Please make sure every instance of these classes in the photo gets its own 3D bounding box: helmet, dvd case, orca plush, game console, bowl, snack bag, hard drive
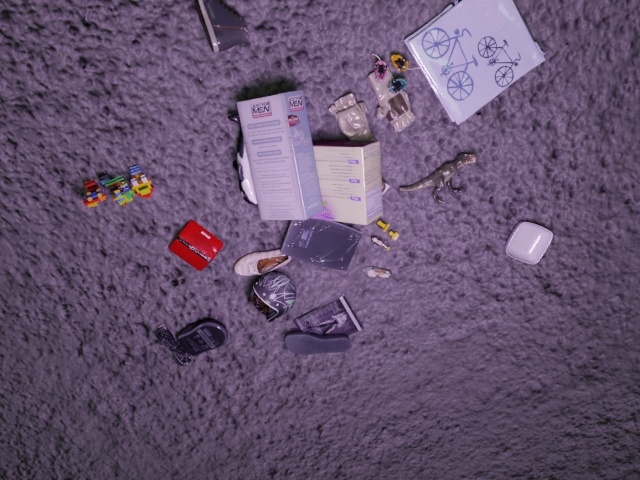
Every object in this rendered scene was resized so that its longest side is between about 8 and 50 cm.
[{"bbox_3d":[-0.165,0.188,1.594,0.169,0.169,0.162,22,129,-11],"label":"helmet"},{"bbox_3d":[0.032,0.318,1.736,0.221,0.018,0.165,-28,108,8],"label":"dvd case"},{"bbox_3d":[-0.258,-0.257,1.466,0.102,0.151,0.287,0,117,30],"label":"orca plush"},{"bbox_3d":[-0.438,0.019,1.602,0.144,0.085,0.124,39,73,-16],"label":"game console"},{"bbox_3d":[0.743,0.002,1.641,0.142,0.053,0.142,20,109,-10],"label":"bowl"},{"bbox_3d":[0.483,-0.594,1.415,0.342,0.037,0.323,-36,109,10],"label":"snack bag"},{"bbox_3d":[0.000,0.000,1.588,0.254,0.054,0.172,16,109,-16],"label":"hard drive"}]

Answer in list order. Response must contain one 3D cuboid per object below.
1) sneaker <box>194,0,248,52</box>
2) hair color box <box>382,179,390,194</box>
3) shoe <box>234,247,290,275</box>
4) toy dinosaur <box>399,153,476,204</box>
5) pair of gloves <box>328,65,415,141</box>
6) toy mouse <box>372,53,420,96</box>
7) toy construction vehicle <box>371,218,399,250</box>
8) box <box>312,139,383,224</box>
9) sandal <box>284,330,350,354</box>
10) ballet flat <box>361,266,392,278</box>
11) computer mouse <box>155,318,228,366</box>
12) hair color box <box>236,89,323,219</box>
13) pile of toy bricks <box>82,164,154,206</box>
[{"bbox_3d":[-0.294,-0.673,1.331,0.118,0.083,0.222,-20,104,-16],"label":"sneaker"},{"bbox_3d":[0.163,-0.155,1.555,0.072,0.043,0.141,35,104,-13],"label":"hair color box"},{"bbox_3d":[-0.205,0.077,1.612,0.219,0.058,0.077,-17,110,3],"label":"shoe"},{"bbox_3d":[0.413,-0.195,1.549,0.268,0.064,0.118,-28,103,9],"label":"toy dinosaur"},{"bbox_3d":[0.170,-0.412,1.459,0.240,0.042,0.204,-36,102,3],"label":"pair of gloves"},{"bbox_3d":[0.212,-0.504,1.404,0.161,0.031,0.143,23,86,-16],"label":"toy mouse"},{"bbox_3d":[0.224,-0.020,1.618,0.098,0.035,0.086,30,95,-16],"label":"toy construction vehicle"},{"bbox_3d":[0.076,-0.190,1.445,0.213,0.117,0.243,8,114,34],"label":"box"},{"bbox_3d":[-0.014,0.385,1.728,0.254,0.054,0.097,7,117,-15],"label":"sandal"},{"bbox_3d":[0.207,0.119,1.662,0.114,0.041,0.041,6,110,-5],"label":"ballet flat"},{"bbox_3d":[-0.460,0.356,1.701,0.272,0.072,0.189,-21,113,18],"label":"computer mouse"},{"bbox_3d":[-0.121,-0.256,1.409,0.185,0.113,0.375,2,111,34],"label":"hair color box"},{"bbox_3d":[-0.655,-0.158,1.490,0.212,0.118,0.105,-23,139,-11],"label":"pile of toy bricks"}]
